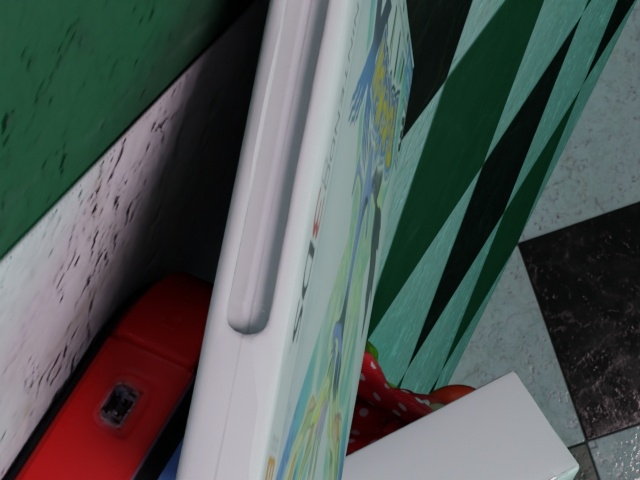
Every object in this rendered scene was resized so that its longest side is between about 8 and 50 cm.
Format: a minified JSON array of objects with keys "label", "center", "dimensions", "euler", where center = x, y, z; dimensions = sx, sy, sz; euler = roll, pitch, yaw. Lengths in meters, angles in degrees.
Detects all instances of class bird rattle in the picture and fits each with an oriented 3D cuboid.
[{"label":"bird rattle","center":[0.092,0.150,1.404],"dimensions":[0.253,0.207,0.143],"euler":[112,-11,-77]}]

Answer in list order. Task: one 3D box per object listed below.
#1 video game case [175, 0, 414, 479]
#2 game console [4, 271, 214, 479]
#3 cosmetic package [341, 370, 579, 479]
[{"label":"video game case","center":[0.000,0.000,0.765],"dimensions":[0.329,0.036,0.300],"euler":[69,31,-77]},{"label":"game console","center":[-0.139,0.223,0.795],"dimensions":[0.386,0.060,0.342],"euler":[-58,168,-24]},{"label":"cosmetic package","center":[0.029,0.270,1.268],"dimensions":[0.284,0.097,0.377],"euler":[-27,157,-17]}]
